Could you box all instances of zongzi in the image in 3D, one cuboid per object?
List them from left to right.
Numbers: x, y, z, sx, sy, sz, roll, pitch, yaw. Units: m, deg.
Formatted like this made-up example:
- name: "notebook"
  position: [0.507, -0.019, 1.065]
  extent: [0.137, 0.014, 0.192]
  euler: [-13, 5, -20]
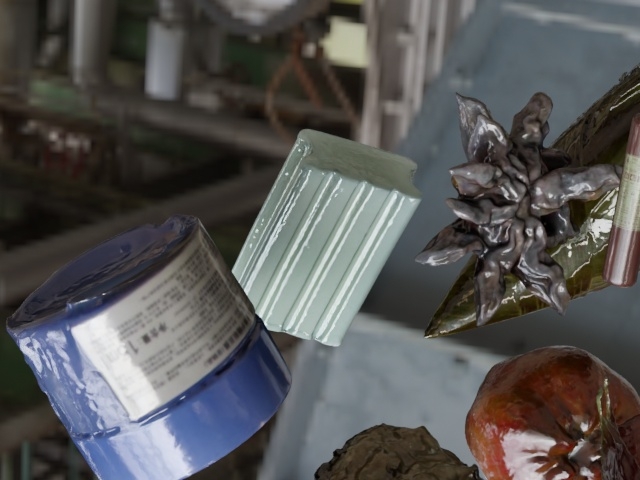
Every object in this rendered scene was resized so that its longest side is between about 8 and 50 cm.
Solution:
- name: "zongzi"
  position: [0.340, -0.058, 2.201]
  extent: [0.432, 0.403, 0.208]
  euler: [-32, -102, -33]

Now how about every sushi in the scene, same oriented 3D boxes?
- name: "sushi"
  position: [0.065, 0.338, 1.791]
  extent: [0.211, 0.170, 0.350]
  euler: [17, -145, 1]

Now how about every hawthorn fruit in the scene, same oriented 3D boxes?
- name: "hawthorn fruit"
  position: [0.285, 0.236, 2.369]
  extent: [0.224, 0.224, 0.261]
  euler: [-4, -171, -21]

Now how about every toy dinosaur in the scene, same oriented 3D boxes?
- name: "toy dinosaur"
  position: [0.343, 0.231, 1.874]
  extent: [0.113, 0.206, 0.327]
  euler: [-19, 161, 12]

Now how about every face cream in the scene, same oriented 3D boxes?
- name: "face cream"
  position: [-0.187, 0.118, 2.012]
  extent: [0.249, 0.225, 0.249]
  euler: [-26, -164, 8]

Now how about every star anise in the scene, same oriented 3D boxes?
- name: "star anise"
  position: [0.214, -0.041, 2.054]
  extent: [0.212, 0.282, 0.129]
  euler: [25, 172, -17]

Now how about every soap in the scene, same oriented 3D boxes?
- name: "soap"
  position: [0.000, 0.000, 2.288]
  extent: [0.160, 0.265, 0.087]
  euler: [15, -143, -16]

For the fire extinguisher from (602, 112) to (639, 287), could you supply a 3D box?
- name: "fire extinguisher"
  position: [0.259, -0.045, 1.455]
  extent: [0.035, 0.173, 0.049]
  euler: [-1, -161, -27]
